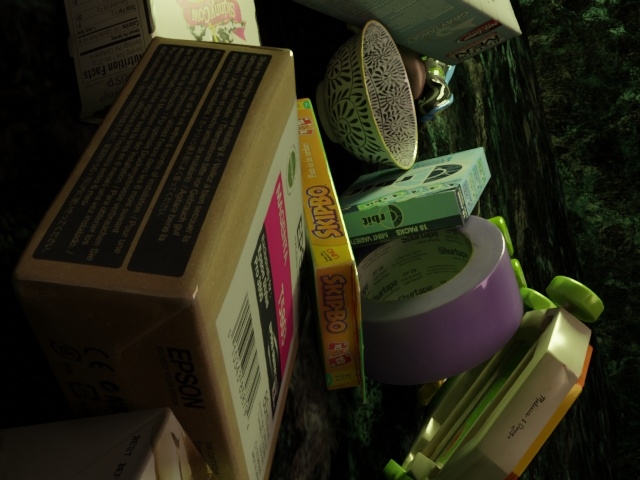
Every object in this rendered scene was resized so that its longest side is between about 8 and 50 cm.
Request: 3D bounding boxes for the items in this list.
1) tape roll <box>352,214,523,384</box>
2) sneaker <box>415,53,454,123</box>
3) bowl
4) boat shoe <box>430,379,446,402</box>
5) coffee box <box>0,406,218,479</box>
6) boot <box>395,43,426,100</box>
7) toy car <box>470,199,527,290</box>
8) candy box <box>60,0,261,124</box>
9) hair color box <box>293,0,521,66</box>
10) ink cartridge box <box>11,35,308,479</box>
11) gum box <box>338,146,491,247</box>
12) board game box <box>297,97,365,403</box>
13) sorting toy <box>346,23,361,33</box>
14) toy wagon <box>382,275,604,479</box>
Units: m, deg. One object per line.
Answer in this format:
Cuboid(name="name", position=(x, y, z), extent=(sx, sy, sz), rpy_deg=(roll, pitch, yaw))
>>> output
Cuboid(name="tape roll", position=(0.103, 0.055, 0.796), extent=(0.080, 0.189, 0.189), rpy_deg=(66, 27, -25))
Cuboid(name="sneaker", position=(0.172, -0.260, 1.261), extent=(0.078, 0.067, 0.188), rpy_deg=(38, 44, -27))
Cuboid(name="bowl", position=(0.046, -0.156, 0.892), extent=(0.170, 0.080, 0.170), rpy_deg=(-11, 90, -67))
Cuboid(name="boat shoe", position=(0.199, 0.334, 1.048), extent=(0.099, 0.116, 0.319), rpy_deg=(138, -59, -67))
Cuboid(name="coffee box", position=(-0.080, 0.250, 0.386), extent=(0.168, 0.119, 0.297), rpy_deg=(-69, 141, -52))
Cuboid(name="boot", position=(0.106, -0.254, 1.049), extent=(0.087, 0.042, 0.118), rpy_deg=(11, 71, -62))
Cuboid(name="toy car", position=(0.173, -0.002, 1.042), extent=(0.188, 0.155, 0.149), rpy_deg=(-87, 155, -49))
Cuboid(name="candy box", position=(-0.115, -0.197, 0.563), extent=(0.159, 0.071, 0.233), rpy_deg=(-8, 88, -67))
Cuboid(name="hair color box", position=(0.095, -0.345, 0.934), extent=(0.374, 0.113, 0.185), rpy_deg=(1, 72, -53))
Cuboid(name="ink cartridge box", position=(-0.068, 0.033, 0.456), extent=(0.234, 0.088, 0.193), rpy_deg=(86, 13, -46))
Cuboid(name="gum box", position=(0.093, -0.047, 0.857), extent=(0.184, 0.157, 0.041), rpy_deg=(-46, 121, -61))
Cuboid(name="board game box", position=(0.000, 0.000, 0.637), extent=(0.259, 0.039, 0.124), rpy_deg=(-107, -171, -51))
Cuboid(name="sorting toy", position=(0.064, -0.330, 1.073), extent=(0.208, 0.038, 0.193), rpy_deg=(46, 40, -58))
Cuboid(name="toy wagon", position=(0.175, 0.170, 0.852), extent=(0.068, 0.267, 0.344), rpy_deg=(39, -8, 4))
